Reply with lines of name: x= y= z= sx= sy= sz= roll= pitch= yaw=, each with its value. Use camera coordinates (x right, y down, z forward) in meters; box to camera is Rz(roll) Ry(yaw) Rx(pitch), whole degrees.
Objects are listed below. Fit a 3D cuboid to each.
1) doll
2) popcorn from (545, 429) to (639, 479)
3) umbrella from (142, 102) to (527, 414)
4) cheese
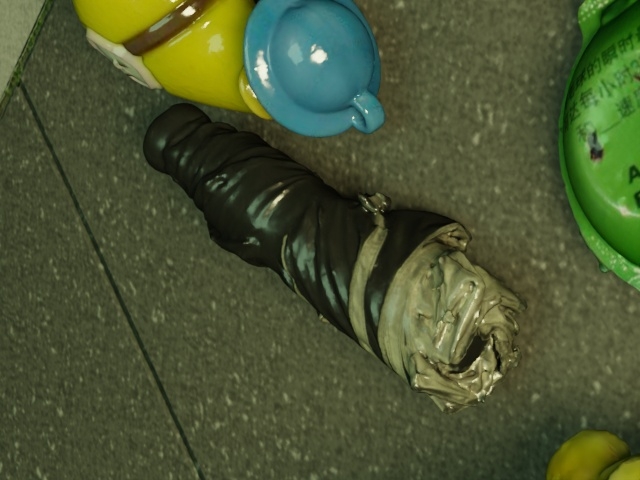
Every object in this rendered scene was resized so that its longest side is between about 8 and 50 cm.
doll: x=-0.086 y=-0.173 z=1.293 sx=0.363 sy=0.145 sz=0.199 roll=34 pitch=159 yaw=30
popcorn: x=0.182 y=0.236 z=0.969 sx=0.195 sy=0.256 sz=0.255 roll=95 pitch=-167 yaw=-74
umbrella: x=0.004 y=-0.005 z=1.223 sx=0.357 sy=0.106 sz=0.113 roll=35 pitch=111 yaw=35
cheese: x=0.236 y=-0.022 z=0.985 sx=0.204 sy=0.083 sz=0.320 roll=-37 pitch=66 yaw=41
